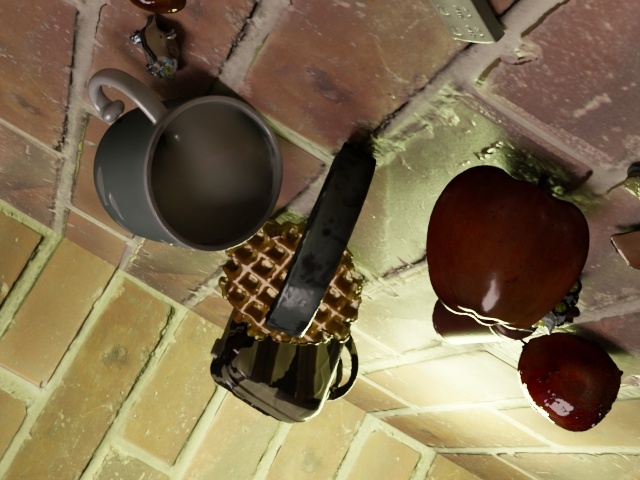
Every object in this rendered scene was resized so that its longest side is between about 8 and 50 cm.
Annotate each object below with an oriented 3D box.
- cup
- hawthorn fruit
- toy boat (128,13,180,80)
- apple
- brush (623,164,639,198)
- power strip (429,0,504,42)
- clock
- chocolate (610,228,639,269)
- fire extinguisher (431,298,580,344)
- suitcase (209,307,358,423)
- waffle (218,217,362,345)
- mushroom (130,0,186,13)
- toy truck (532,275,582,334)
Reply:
[{"bbox_3d":[-0.275,-0.152,1.949,0.357,0.259,0.274,50,156,-25],"label":"cup"},{"bbox_3d":[0.447,0.251,2.122,0.235,0.181,0.181,32,167,26],"label":"hawthorn fruit"},{"bbox_3d":[-0.256,-0.294,1.816,0.084,0.066,0.210,62,174,5],"label":"toy boat"},{"bbox_3d":[0.263,0.010,1.592,0.234,0.234,0.234,26,164,8],"label":"apple"},{"bbox_3d":[0.504,-0.030,1.405,0.266,0.027,0.062,25,164,13],"label":"brush"},{"bbox_3d":[0.131,-0.292,1.226,0.060,0.027,0.253,15,159,40],"label":"power strip"},{"bbox_3d":[0.000,0.000,1.816,0.067,0.325,0.325,23,164,-2],"label":"clock"},{"bbox_3d":[0.457,0.005,1.583,0.064,0.031,0.100,50,156,-8],"label":"chocolate"},{"bbox_3d":[0.341,0.136,2.071,0.147,0.107,0.337,7,172,-21],"label":"fire extinguisher"},{"bbox_3d":[-0.067,0.248,2.622,0.339,0.352,0.194,35,148,-25],"label":"suitcase"},{"bbox_3d":[-0.069,0.090,2.360,0.324,0.068,0.302,0,118,17],"label":"waffle"},{"bbox_3d":[-0.238,-0.359,1.563,0.088,0.072,0.129,54,174,29],"label":"mushroom"},{"bbox_3d":[0.377,0.096,1.854,0.077,0.111,0.076,30,164,17],"label":"toy truck"}]
